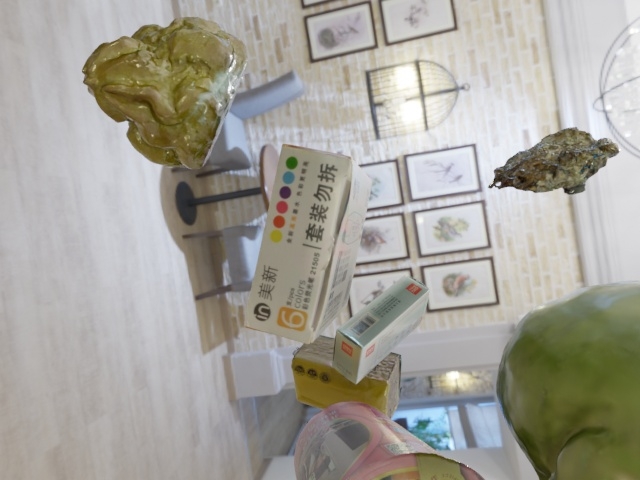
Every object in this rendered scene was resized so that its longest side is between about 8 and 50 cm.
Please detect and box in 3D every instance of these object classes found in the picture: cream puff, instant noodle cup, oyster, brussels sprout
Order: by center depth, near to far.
[{"bbox_3d":[0.282,0.167,0.329,0.242,0.317,0.274,-55,-177,4],"label":"brussels sprout"},{"bbox_3d":[-0.135,-0.136,0.415,0.146,0.117,0.146,-160,-90,-74],"label":"cream puff"},{"bbox_3d":[0.067,0.328,0.597,0.255,0.244,0.243,-170,-111,-77],"label":"instant noodle cup"},{"bbox_3d":[0.503,-0.167,1.010,0.198,0.260,0.092,-44,124,-25],"label":"oyster"}]

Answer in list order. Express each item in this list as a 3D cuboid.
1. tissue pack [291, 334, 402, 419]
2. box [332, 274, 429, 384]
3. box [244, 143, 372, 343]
[{"bbox_3d":[0.071,0.378,1.253,0.134,0.271,0.192,-52,144,-51],"label":"tissue pack"},{"bbox_3d":[0.145,0.203,1.090,0.269,0.079,0.134,-32,141,-36],"label":"box"},{"bbox_3d":[0.000,0.000,0.629,0.274,0.091,0.220,2,100,-79],"label":"box"}]
